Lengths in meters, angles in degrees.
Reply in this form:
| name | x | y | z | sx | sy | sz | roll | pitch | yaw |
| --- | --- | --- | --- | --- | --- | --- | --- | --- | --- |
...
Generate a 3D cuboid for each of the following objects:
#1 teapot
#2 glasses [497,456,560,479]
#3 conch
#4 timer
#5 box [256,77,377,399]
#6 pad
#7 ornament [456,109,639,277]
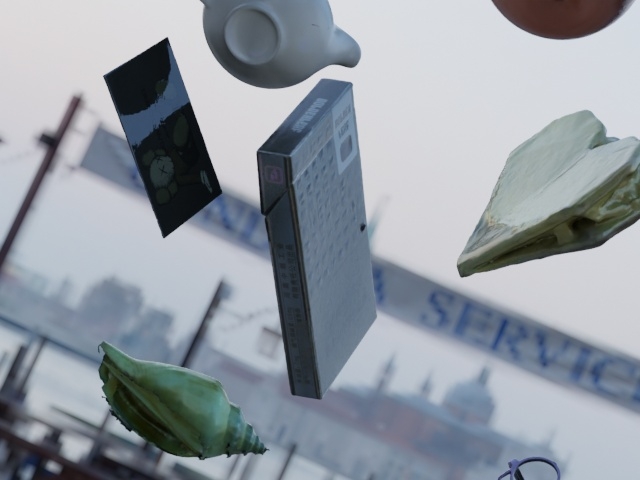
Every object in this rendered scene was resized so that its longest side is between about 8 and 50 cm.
| name | x | y | z | sx | sy | sz | roll | pitch | yaw |
| --- | --- | --- | --- | --- | --- | --- | --- | --- | --- |
| teapot | -0.067 | -0.239 | 2.056 | 0.226 | 0.145 | 0.092 | 34 | 26 | 5 |
| glasses | 0.251 | 0.303 | 2.039 | 0.140 | 0.062 | 0.104 | 45 | -23 | 39 |
| conch | -0.148 | 0.180 | 2.002 | 0.200 | 0.095 | 0.079 | 20 | 19 | 12 |
| timer | 0.315 | -0.380 | 2.469 | 0.229 | 0.215 | 0.230 | 5 | -45 | 5 |
| box | 0.000 | -0.001 | 2.172 | 0.047 | 0.180 | 0.325 | 7 | -56 | 24 |
| pad | -0.168 | -0.113 | 2.063 | 0.004 | 0.190 | 0.127 | -8 | 21 | 33 |
| ornament | 0.185 | -0.027 | 1.570 | 0.059 | 0.180 | 0.201 | 52 | 2 | -14 |
